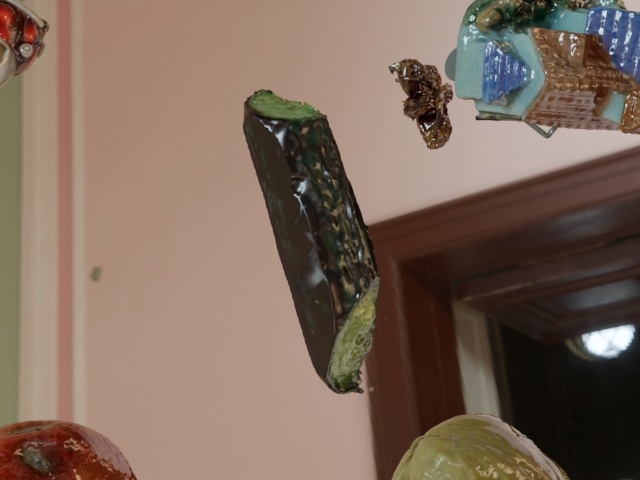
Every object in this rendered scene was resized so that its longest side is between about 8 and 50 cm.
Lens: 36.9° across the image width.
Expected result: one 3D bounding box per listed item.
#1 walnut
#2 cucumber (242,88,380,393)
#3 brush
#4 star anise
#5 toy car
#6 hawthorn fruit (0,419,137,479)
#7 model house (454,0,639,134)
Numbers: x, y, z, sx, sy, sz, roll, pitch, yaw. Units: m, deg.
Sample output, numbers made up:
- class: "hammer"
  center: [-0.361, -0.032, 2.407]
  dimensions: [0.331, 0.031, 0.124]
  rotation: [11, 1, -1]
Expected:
- class: "walnut"
  center: [0.189, 0.340, 1.081]
  dimensions: [0.283, 0.227, 0.283]
  rotation: [14, -126, -21]
- class: "cucumber"
  center: [0.000, 0.000, 0.626]
  dimensions: [0.046, 0.070, 0.220]
  rotation: [-20, -87, -37]
- class: "brush"
  center: [0.259, -0.210, 1.376]
  dimensions: [0.027, 0.062, 0.266]
  rotation: [28, -163, -40]
- class: "star anise"
  center: [0.135, -0.166, 1.194]
  dimensions: [0.097, 0.070, 0.190]
  rotation: [50, -150, -31]
- class: "toy car"
  center: [-0.415, -0.237, 1.204]
  dimensions: [0.112, 0.139, 0.112]
  rotation: [27, -117, -9]
- class: "hawthorn fruit"
  center: [-0.330, 0.290, 1.079]
  dimensions: [0.207, 0.243, 0.207]
  rotation: [-5, -82, -43]
- class: "model house"
  center: [0.199, -0.133, 0.723]
  dimensions: [0.148, 0.149, 0.119]
  rotation: [-1, -72, -23]
